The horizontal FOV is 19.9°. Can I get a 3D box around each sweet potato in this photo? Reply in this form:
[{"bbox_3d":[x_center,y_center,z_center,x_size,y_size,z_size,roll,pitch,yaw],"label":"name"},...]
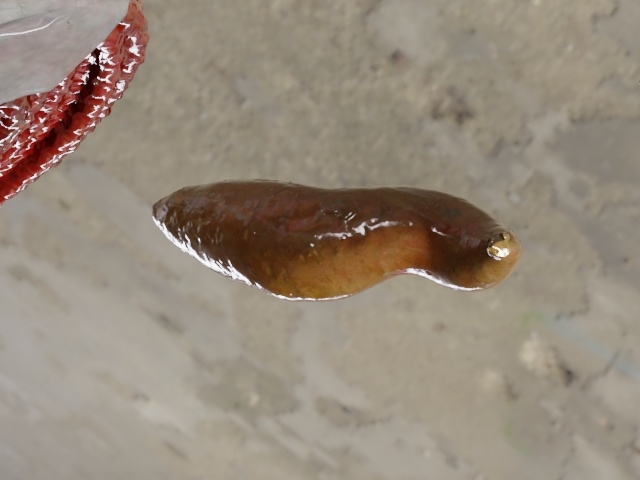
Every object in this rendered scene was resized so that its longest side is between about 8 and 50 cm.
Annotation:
[{"bbox_3d":[0.001,0.000,0.815,0.202,0.058,0.055,5,170,31],"label":"sweet potato"}]

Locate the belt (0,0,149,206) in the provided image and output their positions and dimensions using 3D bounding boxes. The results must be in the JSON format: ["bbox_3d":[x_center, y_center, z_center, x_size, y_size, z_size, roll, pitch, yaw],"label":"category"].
[{"bbox_3d":[-0.125,-0.048,0.447,0.201,0.128,0.124,-35,72,50],"label":"belt"}]
